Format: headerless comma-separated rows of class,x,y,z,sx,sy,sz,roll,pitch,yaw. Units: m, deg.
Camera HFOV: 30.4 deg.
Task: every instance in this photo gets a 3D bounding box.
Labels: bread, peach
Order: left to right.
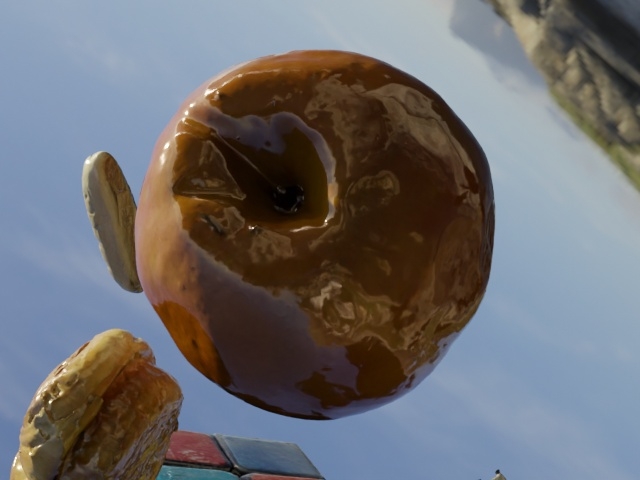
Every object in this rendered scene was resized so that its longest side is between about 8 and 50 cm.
bread,-0.230,0.207,1.200,0.120,0.236,0.198,27,-144,9
bread,-0.274,-0.023,1.565,0.073,0.053,0.214,-57,-38,-51
peach,0.000,0.000,1.103,0.343,0.343,0.301,48,176,23

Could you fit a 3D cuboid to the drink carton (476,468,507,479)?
drink carton,0.186,0.395,1.050,0.324,0.132,0.194,-120,12,-46

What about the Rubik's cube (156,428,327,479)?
Rubik's cube,-0.155,0.472,1.698,0.318,0.316,0.313,9,-170,-22
